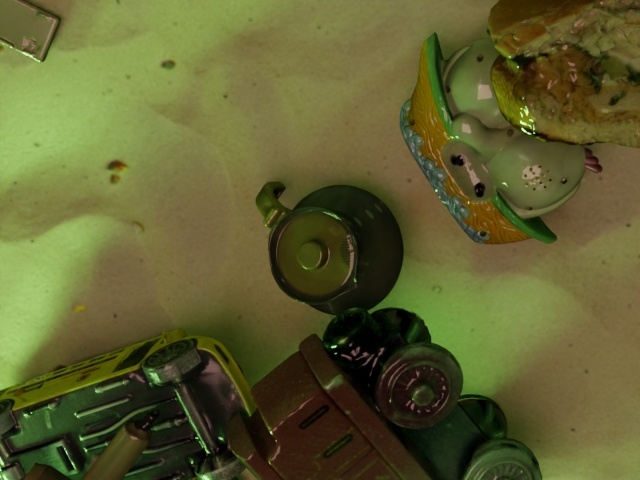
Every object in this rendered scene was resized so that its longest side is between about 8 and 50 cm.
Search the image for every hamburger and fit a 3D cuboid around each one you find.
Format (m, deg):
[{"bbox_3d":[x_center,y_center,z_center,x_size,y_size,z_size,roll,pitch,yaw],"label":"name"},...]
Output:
[{"bbox_3d":[0.251,-0.171,1.518,0.283,0.156,0.144,1,117,-31],"label":"hamburger"}]

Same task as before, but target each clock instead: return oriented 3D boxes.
[{"bbox_3d":[0.166,-0.098,1.614,0.144,0.103,0.231,-32,99,18],"label":"clock"}]

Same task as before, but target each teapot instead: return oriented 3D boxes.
[{"bbox_3d":[0.000,0.000,1.669,0.166,0.119,0.130,40,107,16],"label":"teapot"}]

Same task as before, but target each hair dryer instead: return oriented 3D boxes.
[{"bbox_3d":[-0.217,0.229,1.672,0.117,0.064,0.181,37,109,-3],"label":"hair dryer"}]

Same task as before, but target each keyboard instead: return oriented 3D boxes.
[{"bbox_3d":[-0.346,-0.239,1.735,0.166,0.017,0.055,27,106,4],"label":"keyboard"}]

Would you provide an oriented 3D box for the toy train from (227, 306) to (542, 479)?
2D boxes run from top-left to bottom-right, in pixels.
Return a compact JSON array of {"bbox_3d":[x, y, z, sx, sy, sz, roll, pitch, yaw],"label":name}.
[{"bbox_3d":[0.072,0.212,1.662,0.221,0.150,0.304,-40,112,1],"label":"toy train"}]

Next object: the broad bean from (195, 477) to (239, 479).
[{"bbox_3d":[-0.071,0.315,1.826,0.254,0.046,0.065,45,104,-5],"label":"broad bean"}]

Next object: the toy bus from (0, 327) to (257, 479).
[{"bbox_3d":[-0.211,0.188,1.764,0.330,0.152,0.144,-19,107,20],"label":"toy bus"}]
